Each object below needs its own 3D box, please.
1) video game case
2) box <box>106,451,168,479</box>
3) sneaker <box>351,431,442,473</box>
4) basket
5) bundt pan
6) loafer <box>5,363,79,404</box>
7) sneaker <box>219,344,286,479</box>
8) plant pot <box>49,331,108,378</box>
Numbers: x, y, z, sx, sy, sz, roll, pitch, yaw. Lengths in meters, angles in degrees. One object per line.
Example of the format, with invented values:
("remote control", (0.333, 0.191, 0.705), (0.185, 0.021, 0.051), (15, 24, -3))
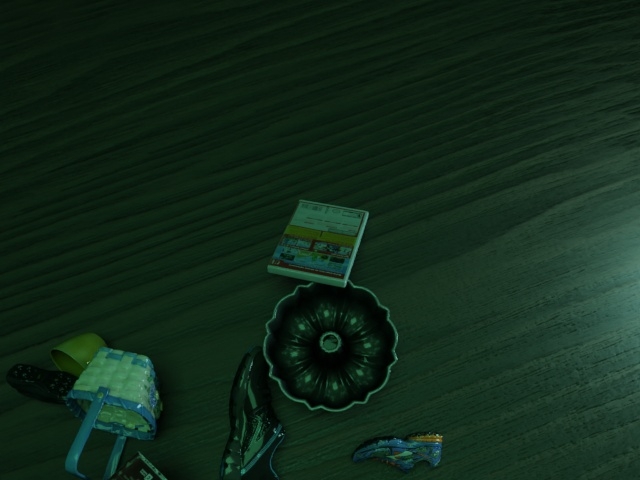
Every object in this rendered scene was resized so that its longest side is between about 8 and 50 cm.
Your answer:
("video game case", (0.000, 0.000, 1.566), (0.204, 0.025, 0.285), (11, 43, 11))
("box", (-0.400, 0.603, 1.292), (0.168, 0.203, 0.167), (38, 58, 15))
("sneaker", (0.184, 0.509, 1.399), (0.221, 0.083, 0.087), (-7, 76, 3))
("basket", (-0.484, 0.413, 1.364), (0.201, 0.255, 0.289), (14, 58, 5))
("bundt pan", (0.025, 0.268, 1.476), (0.330, 0.124, 0.331), (-1, 67, 1))
("loafer", (-0.679, 0.369, 1.483), (0.223, 0.078, 0.076), (12, 44, 12))
("sneaker", (-0.154, 0.429, 1.434), (0.139, 0.125, 0.341), (9, 74, -10))
("plant pot", (-0.596, 0.290, 1.495), (0.134, 0.134, 0.095), (28, 48, 12))
